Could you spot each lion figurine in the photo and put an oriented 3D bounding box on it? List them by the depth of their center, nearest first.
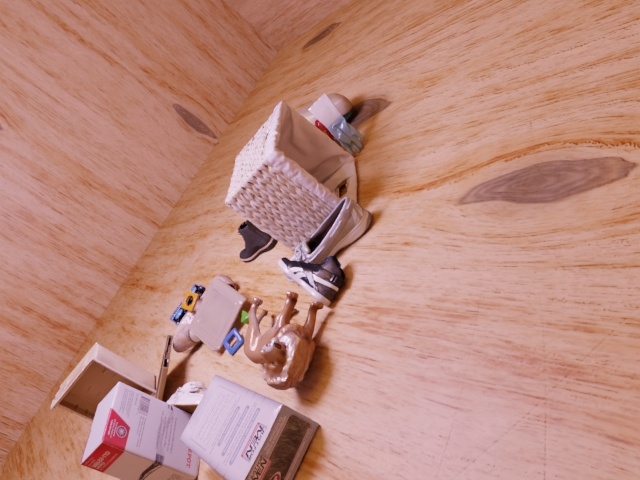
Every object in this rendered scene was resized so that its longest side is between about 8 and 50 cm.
[{"bbox_3d":[-0.118,0.265,1.413,0.392,0.142,0.240,-30,39,64],"label":"lion figurine"}]

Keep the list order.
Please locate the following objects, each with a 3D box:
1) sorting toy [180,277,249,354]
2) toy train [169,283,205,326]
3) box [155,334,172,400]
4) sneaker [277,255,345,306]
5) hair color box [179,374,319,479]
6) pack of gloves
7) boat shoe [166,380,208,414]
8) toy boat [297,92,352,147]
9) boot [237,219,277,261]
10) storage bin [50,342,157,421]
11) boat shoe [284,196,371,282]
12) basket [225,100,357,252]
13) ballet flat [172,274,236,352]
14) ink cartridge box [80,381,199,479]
[{"bbox_3d":[-0.334,0.242,1.782,0.348,0.047,0.196,28,87,41],"label":"sorting toy"},{"bbox_3d":[-0.506,0.253,2.097,0.184,0.080,0.105,-61,21,-18],"label":"toy train"},{"bbox_3d":[-0.535,0.451,1.848,0.164,0.021,0.201,-107,32,-59],"label":"box"},{"bbox_3d":[-0.014,0.078,1.474,0.121,0.079,0.217,-50,51,-4],"label":"sneaker"},{"bbox_3d":[-0.180,0.449,1.267,0.374,0.114,0.185,-5,52,58],"label":"hair color box"},{"bbox_3d":[0.026,-0.353,1.872,0.195,0.232,0.046,-41,-2,17],"label":"pack of gloves"},{"bbox_3d":[-0.373,0.457,1.590,0.277,0.098,0.096,-20,41,50],"label":"boat shoe"},{"bbox_3d":[0.010,-0.426,2.042,0.268,0.148,0.318,-24,30,7],"label":"toy boat"},{"bbox_3d":[-0.265,-0.004,1.957,0.198,0.137,0.076,-30,33,39],"label":"boot"},{"bbox_3d":[-0.770,0.545,1.938,0.260,0.262,0.123,-49,25,6],"label":"storage bin"},{"bbox_3d":[0.001,0.001,1.554,0.320,0.103,0.118,-39,28,26],"label":"boat shoe"},{"bbox_3d":[-0.089,-0.191,1.692,0.266,0.331,0.328,-40,28,28],"label":"basket"},{"bbox_3d":[-0.399,0.260,1.890,0.106,0.107,0.316,17,71,40],"label":"ballet flat"},{"bbox_3d":[-0.463,0.532,1.445,0.114,0.273,0.197,-46,26,20],"label":"ink cartridge box"}]
